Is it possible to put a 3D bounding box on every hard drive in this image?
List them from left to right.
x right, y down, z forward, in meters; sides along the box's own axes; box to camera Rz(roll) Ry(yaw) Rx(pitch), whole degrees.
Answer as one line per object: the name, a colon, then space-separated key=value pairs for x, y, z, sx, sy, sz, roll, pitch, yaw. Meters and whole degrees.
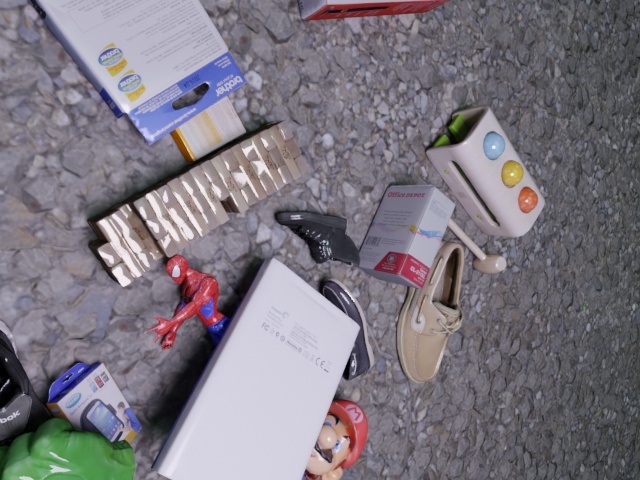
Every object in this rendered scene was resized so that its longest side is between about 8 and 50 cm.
hard drive: x=-0.071 y=0.215 z=0.689 sx=0.210 sy=0.040 sz=0.318 roll=42 pitch=58 yaw=-27

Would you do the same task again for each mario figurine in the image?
mario figurine: x=-0.056 y=0.351 z=0.748 sx=0.321 sy=0.170 sz=0.197 roll=-23 pitch=104 yaw=-27

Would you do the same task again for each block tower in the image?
block tower: x=-0.169 y=-0.068 z=0.684 sx=0.336 sy=0.097 sz=0.090 roll=-37 pitch=113 yaw=-26

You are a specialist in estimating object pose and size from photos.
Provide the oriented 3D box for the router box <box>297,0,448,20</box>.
router box: x=0.077 y=-0.571 z=0.804 sx=0.301 sy=0.082 sz=0.335 roll=-19 pitch=104 yaw=-30

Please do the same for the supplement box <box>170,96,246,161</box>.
supplement box: x=-0.172 y=-0.168 z=0.706 sx=0.098 sy=0.036 sz=0.062 roll=-36 pitch=112 yaw=-25

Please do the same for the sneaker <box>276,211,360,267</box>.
sneaker: x=-0.002 y=0.000 z=0.820 sx=0.170 sy=0.051 sz=0.088 roll=5 pitch=87 yaw=-36

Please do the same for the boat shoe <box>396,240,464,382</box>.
boat shoe: x=0.233 y=0.149 z=0.953 sx=0.109 sy=0.098 sz=0.301 roll=8 pitch=89 yaw=-33

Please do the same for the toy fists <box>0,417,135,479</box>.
toy fists: x=-0.352 y=0.319 z=0.547 sx=0.279 sy=0.096 sz=0.142 roll=-48 pitch=135 yaw=13

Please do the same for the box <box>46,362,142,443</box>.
box: x=-0.308 y=0.234 z=0.637 sx=0.136 sy=0.028 sz=0.081 roll=70 pitch=27 yaw=-19

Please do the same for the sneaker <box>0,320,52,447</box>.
sneaker: x=-0.380 y=0.210 z=0.564 sx=0.078 sy=0.106 sz=0.234 roll=-21 pitch=105 yaw=-28

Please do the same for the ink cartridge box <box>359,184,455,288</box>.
ink cartridge box: x=0.157 y=-0.010 z=0.874 sx=0.072 sy=0.128 sz=0.175 roll=32 pitch=78 yaw=-32

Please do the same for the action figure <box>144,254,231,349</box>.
action figure: x=-0.174 y=0.158 z=0.698 sx=0.139 sy=0.092 sz=0.280 roll=-39 pitch=114 yaw=-34

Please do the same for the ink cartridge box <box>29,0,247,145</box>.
ink cartridge box: x=-0.259 y=-0.303 z=0.625 sx=0.186 sy=0.065 sz=0.311 roll=-43 pitch=112 yaw=-22

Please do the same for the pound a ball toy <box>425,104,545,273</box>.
pound a ball toy: x=0.358 y=-0.095 z=0.991 sx=0.319 sy=0.136 sz=0.208 roll=46 pitch=70 yaw=-26

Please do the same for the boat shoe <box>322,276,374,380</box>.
boat shoe: x=0.040 y=0.165 z=0.848 sx=0.065 sy=0.075 sz=0.205 roll=-32 pitch=115 yaw=-30
